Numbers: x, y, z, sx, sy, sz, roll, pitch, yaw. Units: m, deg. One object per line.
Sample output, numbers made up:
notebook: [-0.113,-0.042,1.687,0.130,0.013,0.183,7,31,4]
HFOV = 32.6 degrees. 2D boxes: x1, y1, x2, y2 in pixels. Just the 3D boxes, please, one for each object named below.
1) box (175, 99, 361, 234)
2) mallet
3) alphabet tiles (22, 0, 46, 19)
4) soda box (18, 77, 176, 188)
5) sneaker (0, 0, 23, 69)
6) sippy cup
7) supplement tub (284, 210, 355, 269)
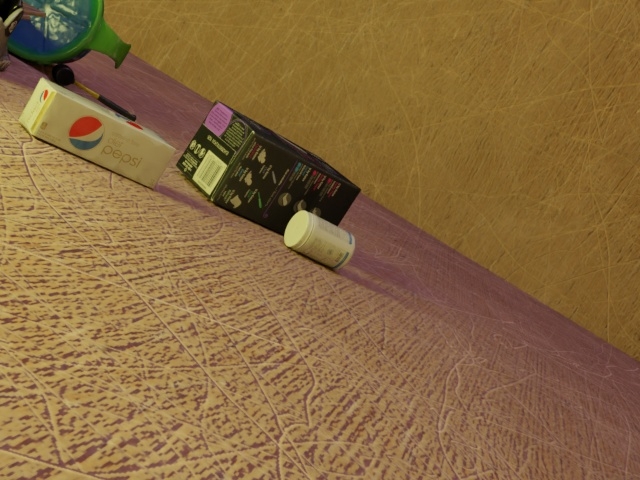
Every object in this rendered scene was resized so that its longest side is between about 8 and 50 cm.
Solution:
box: [-0.092,-0.112,1.957,0.270,0.143,0.165,25,11,-39]
mallet: [-0.451,-0.292,2.180,0.190,0.039,0.062,31,4,-35]
alphabet tiles: [-0.687,-0.452,1.974,0.343,0.011,0.285,2,21,-41]
soda box: [-0.323,-0.154,1.601,0.216,0.074,0.069,25,9,-39]
sneaker: [-0.545,-0.363,1.868,0.086,0.132,0.228,32,8,-18]
sippy cup: [-0.552,-0.465,2.264,0.224,0.240,0.305,166,-100,-86]
supplement tub: [0.000,0.000,1.865,0.107,0.071,0.071,28,8,-29]
